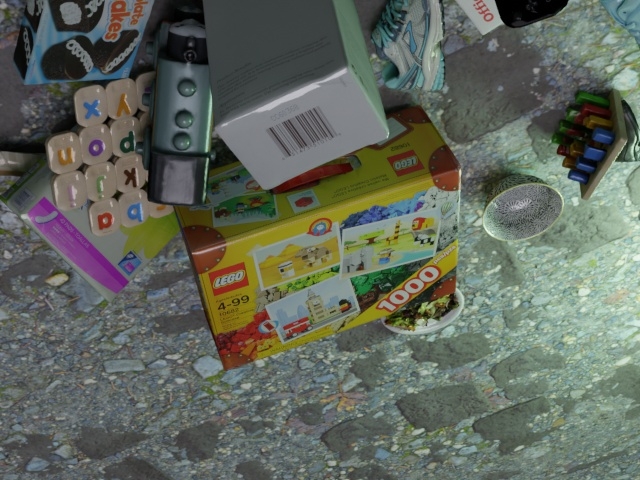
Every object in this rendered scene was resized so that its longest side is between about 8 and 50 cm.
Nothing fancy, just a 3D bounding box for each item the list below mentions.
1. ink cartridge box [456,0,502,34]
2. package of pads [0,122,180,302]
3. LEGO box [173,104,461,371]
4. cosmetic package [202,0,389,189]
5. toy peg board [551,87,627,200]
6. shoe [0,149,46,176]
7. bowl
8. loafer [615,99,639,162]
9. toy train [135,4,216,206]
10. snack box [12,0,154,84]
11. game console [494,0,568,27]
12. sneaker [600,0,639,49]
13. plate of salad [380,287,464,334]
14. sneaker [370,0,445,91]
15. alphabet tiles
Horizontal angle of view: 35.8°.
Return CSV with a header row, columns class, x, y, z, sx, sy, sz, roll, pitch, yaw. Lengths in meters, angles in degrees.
class,x,y,z,sx,sy,sz,roll,pitch,yaw
ink cartridge box,0.311,-0.482,1.553,0.273,0.114,0.198,-31,134,21
package of pads,-0.403,-0.058,1.819,0.229,0.101,0.296,-47,137,-11
LEGO box,0.000,0.000,1.894,0.501,0.193,0.372,-18,140,-9
cosmetic package,-0.048,-0.289,1.494,0.217,0.384,0.156,-22,136,16
toy peg board,0.506,-0.192,1.895,0.079,0.160,0.161,16,134,-5
shoe,-0.567,-0.146,1.793,0.219,0.076,0.058,8,100,-21
bowl,0.407,-0.084,2.042,0.170,0.080,0.170,-6,139,-6
loafer,0.600,-0.209,1.960,0.061,0.062,0.170,-17,137,15
toy train,-0.226,-0.212,1.633,0.142,0.190,0.333,5,111,-12
snack box,-0.346,-0.383,1.519,0.187,0.060,0.322,-12,146,-38
game console,0.276,-0.495,1.425,0.213,0.044,0.361,-17,98,20
sneaker,0.549,-0.403,1.695,0.150,0.135,0.365,-7,130,8
plate of salad,0.239,0.167,2.310,0.200,0.048,0.199,-5,138,-5
sneaker,0.145,-0.356,1.667,0.122,0.110,0.283,-8,138,2
alphabet tiles,-0.341,-0.153,1.735,0.284,0.021,0.277,-21,124,-32
